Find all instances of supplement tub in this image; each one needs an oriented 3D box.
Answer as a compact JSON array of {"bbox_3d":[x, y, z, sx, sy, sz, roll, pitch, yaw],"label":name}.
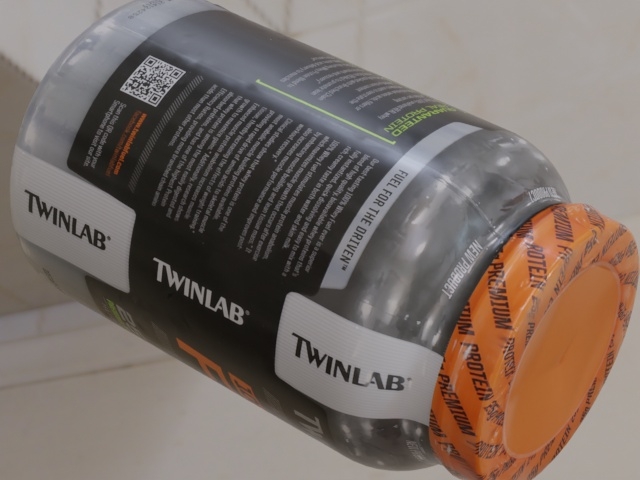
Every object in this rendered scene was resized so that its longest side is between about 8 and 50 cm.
[{"bbox_3d":[0.000,0.000,0.540,0.117,0.190,0.117,-37,141,-38],"label":"supplement tub"}]
